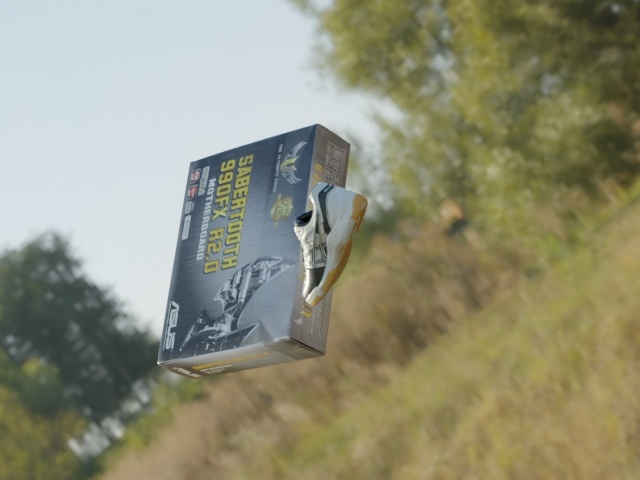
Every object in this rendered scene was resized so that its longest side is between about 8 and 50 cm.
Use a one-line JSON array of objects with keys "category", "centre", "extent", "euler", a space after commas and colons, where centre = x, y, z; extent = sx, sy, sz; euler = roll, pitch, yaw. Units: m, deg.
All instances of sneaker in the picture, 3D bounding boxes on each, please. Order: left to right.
[{"category": "sneaker", "centre": [0.000, 0.000, 0.987], "extent": [0.032, 0.037, 0.083], "euler": [-53, -14, -55]}]

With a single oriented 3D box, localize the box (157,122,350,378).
[{"category": "box", "centre": [-0.066, 0.013, 1.662], "extent": [0.183, 0.056, 0.231], "euler": [-13, 60, 41]}]
